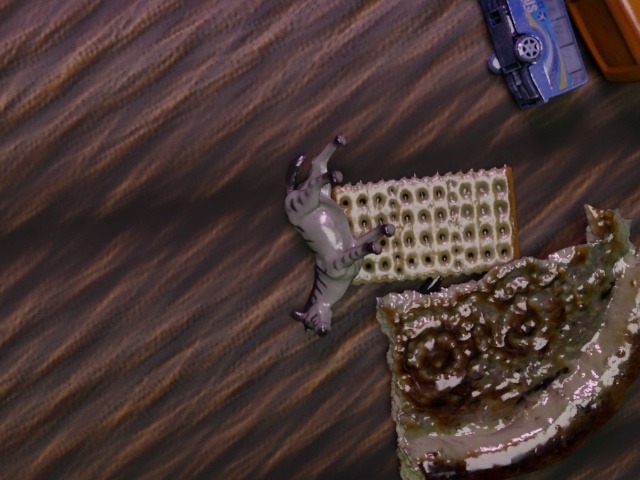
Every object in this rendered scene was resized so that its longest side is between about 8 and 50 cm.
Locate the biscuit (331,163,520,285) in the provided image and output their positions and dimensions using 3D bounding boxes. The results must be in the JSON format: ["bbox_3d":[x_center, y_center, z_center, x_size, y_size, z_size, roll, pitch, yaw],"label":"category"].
[{"bbox_3d":[0.132,-0.018,0.973,0.232,0.016,0.139,-5,93,5],"label":"biscuit"}]

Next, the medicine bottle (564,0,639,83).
[{"bbox_3d":[0.420,-0.304,0.909,0.222,0.112,0.149,-34,102,-6],"label":"medicine bottle"}]

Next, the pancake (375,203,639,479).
[{"bbox_3d":[0.265,0.145,0.963,0.427,0.067,0.304,-24,105,1],"label":"pancake"}]

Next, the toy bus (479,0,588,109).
[{"bbox_3d":[0.245,-0.283,0.936,0.094,0.079,0.236,-21,96,-16],"label":"toy bus"}]

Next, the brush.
[{"bbox_3d":[0.166,0.021,0.989,0.063,0.016,0.193,31,94,-2],"label":"brush"}]

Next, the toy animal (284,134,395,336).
[{"bbox_3d":[0.004,0.000,0.948,0.176,0.073,0.216,-33,77,40],"label":"toy animal"}]
